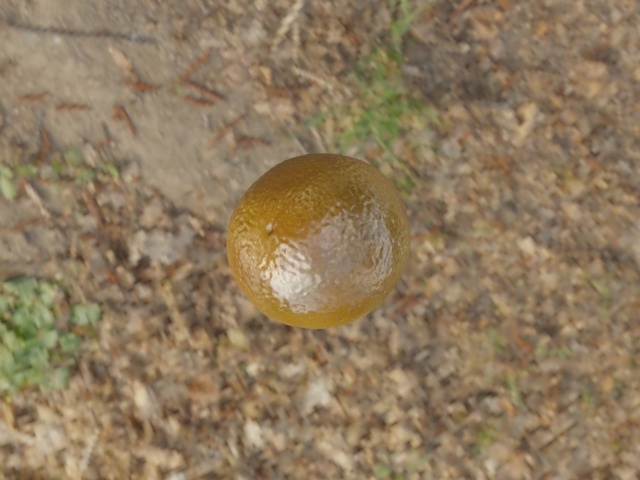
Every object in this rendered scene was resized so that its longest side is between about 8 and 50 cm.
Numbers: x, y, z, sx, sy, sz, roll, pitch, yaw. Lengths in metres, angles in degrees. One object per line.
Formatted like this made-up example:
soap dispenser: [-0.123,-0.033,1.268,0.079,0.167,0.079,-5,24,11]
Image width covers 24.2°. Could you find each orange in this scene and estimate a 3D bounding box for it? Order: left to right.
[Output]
orange: [0.000,0.000,0.637,0.085,0.085,0.085,-13,129,-17]
